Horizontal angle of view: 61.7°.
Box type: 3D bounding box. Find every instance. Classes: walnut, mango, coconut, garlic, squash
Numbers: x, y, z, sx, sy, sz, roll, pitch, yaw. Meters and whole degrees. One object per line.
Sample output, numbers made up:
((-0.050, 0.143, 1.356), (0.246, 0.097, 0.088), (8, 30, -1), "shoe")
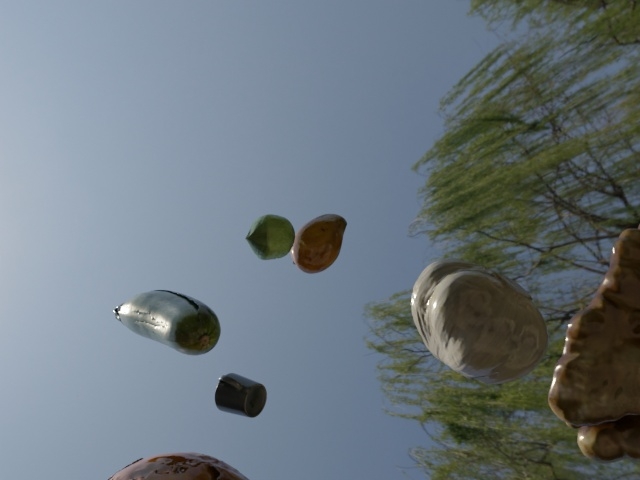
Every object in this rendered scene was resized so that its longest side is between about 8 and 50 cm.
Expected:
((0.226, 0.070, 0.362), (0.143, 0.069, 0.170), (46, -107, -31), "walnut")
((-0.007, 0.001, 1.181), (0.115, 0.089, 0.164), (-4, -135, 20), "mango")
((-0.097, -0.006, 1.011), (0.096, 0.088, 0.087), (3, -103, -29), "coconut")
((0.234, 0.126, 0.840), (0.229, 0.143, 0.177), (35, -82, 27), "garlic")
((-0.259, 0.126, 0.890), (0.095, 0.341, 0.094), (-1, -89, -40), "squash")

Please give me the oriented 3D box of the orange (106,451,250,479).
((-0.160, 0.360, 0.582), (0.246, 0.246, 0.245), (4, -103, -17), "orange")

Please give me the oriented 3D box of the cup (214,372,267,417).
((-0.162, 0.304, 1.068), (0.078, 0.077, 0.100), (-58, -43, -34), "cup")
